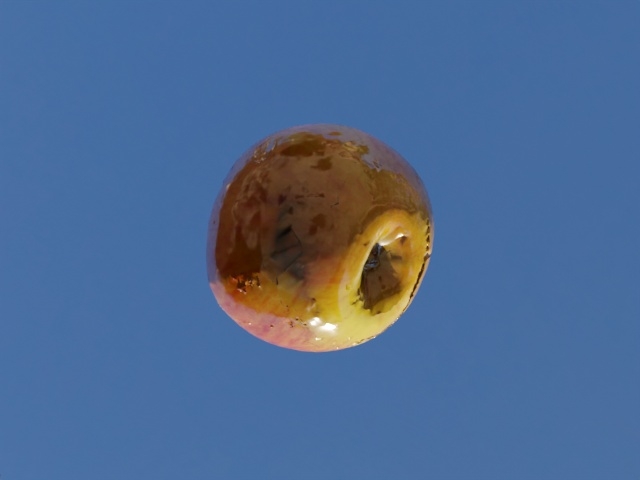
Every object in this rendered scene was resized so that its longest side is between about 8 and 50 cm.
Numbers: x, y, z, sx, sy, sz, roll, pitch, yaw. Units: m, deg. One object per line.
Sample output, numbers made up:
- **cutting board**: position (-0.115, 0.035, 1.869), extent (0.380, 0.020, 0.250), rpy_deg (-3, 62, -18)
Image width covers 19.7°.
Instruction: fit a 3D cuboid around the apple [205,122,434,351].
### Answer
- **apple**: position (0.000, 0.000, 1.122), extent (0.146, 0.146, 0.146), rpy_deg (-7, -107, 22)
